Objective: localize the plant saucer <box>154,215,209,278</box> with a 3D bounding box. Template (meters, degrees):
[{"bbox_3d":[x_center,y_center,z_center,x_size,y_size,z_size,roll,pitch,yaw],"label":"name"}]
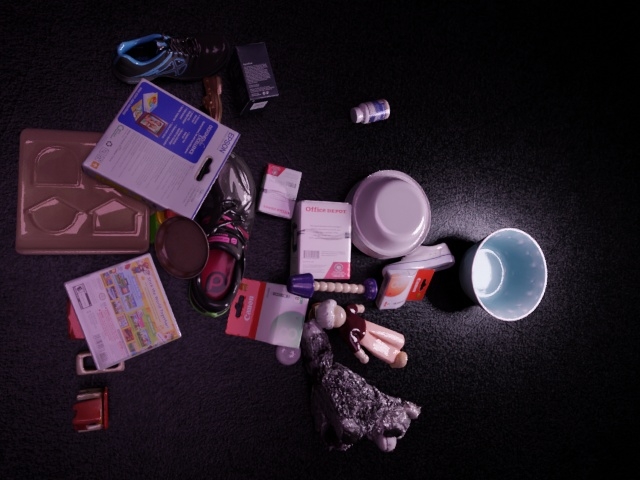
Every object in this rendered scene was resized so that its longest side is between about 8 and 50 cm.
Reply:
[{"bbox_3d":[-0.360,0.016,1.331,0.168,0.029,0.169,4,101,19],"label":"plant saucer"}]

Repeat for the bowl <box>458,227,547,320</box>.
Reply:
[{"bbox_3d":[0.610,0.117,1.764,0.311,0.163,0.312,1,87,-20],"label":"bowl"}]

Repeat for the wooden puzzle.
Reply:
[{"bbox_3d":[-0.629,-0.127,1.361,0.322,0.080,0.348,0,77,-17],"label":"wooden puzzle"}]

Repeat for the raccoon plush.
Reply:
[{"bbox_3d":[0.135,0.441,1.573,0.299,0.216,0.447,-9,91,-28],"label":"raccoon plush"}]

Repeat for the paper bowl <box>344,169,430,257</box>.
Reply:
[{"bbox_3d":[0.225,-0.087,1.633,0.284,0.148,0.284,2,84,-16],"label":"paper bowl"}]

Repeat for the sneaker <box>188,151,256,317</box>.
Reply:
[{"bbox_3d":[-0.265,-0.020,1.434,0.185,0.202,0.483,4,87,-20],"label":"sneaker"}]

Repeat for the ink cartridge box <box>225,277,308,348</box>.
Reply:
[{"bbox_3d":[-0.159,0.217,1.529,0.224,0.056,0.181,13,83,-12],"label":"ink cartridge box"}]

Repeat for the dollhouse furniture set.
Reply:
[{"bbox_3d":[-0.561,0.315,1.318,0.152,0.201,0.374,-2,88,-20],"label":"dollhouse furniture set"}]

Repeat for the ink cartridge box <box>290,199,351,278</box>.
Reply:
[{"bbox_3d":[0.000,0.000,1.582,0.171,0.100,0.237,2,89,-20],"label":"ink cartridge box"}]

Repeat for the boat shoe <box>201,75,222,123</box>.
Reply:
[{"bbox_3d":[-0.324,-0.404,1.503,0.060,0.064,0.178,1,82,-15],"label":"boat shoe"}]

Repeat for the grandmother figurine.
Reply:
[{"bbox_3d":[0.124,0.279,1.586,0.342,0.208,0.104,31,117,-28],"label":"grandmother figurine"}]

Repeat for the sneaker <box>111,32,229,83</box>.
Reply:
[{"bbox_3d":[-0.414,-0.524,1.431,0.340,0.139,0.125,-21,93,-20],"label":"sneaker"}]

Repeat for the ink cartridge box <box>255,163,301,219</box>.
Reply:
[{"bbox_3d":[-0.131,-0.148,1.559,0.109,0.063,0.151,14,84,-19],"label":"ink cartridge box"}]

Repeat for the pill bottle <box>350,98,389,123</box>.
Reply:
[{"bbox_3d":[0.163,-0.425,1.672,0.120,0.067,0.067,-17,94,-19],"label":"pill bottle"}]

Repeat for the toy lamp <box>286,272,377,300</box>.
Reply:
[{"bbox_3d":[0.034,0.139,1.509,0.274,0.080,0.080,4,87,-22],"label":"toy lamp"}]

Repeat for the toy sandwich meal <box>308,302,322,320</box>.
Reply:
[{"bbox_3d":[0.001,0.240,1.612,0.085,0.029,0.086,1,88,-20],"label":"toy sandwich meal"}]

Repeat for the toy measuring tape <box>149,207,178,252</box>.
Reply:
[{"bbox_3d":[-0.432,-0.118,1.439,0.121,0.121,0.330,-3,73,-20],"label":"toy measuring tape"}]

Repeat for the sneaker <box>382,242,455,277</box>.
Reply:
[{"bbox_3d":[0.323,0.070,1.713,0.258,0.094,0.091,-10,60,-14],"label":"sneaker"}]

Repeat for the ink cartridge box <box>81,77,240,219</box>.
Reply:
[{"bbox_3d":[-0.424,-0.241,1.377,0.307,0.072,0.304,30,67,-13],"label":"ink cartridge box"}]

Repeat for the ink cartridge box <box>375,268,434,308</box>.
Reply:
[{"bbox_3d":[0.285,0.162,1.669,0.179,0.045,0.145,2,127,-17],"label":"ink cartridge box"}]

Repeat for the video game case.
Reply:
[{"bbox_3d":[-0.479,0.171,1.233,0.206,0.026,0.227,-21,93,-20],"label":"video game case"}]

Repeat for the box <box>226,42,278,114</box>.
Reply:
[{"bbox_3d":[-0.204,-0.476,1.495,0.093,0.156,0.158,-17,94,-20],"label":"box"}]

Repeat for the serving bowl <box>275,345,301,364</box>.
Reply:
[{"bbox_3d":[-0.098,0.350,1.574,0.083,0.027,0.083,0,89,-20],"label":"serving bowl"}]
